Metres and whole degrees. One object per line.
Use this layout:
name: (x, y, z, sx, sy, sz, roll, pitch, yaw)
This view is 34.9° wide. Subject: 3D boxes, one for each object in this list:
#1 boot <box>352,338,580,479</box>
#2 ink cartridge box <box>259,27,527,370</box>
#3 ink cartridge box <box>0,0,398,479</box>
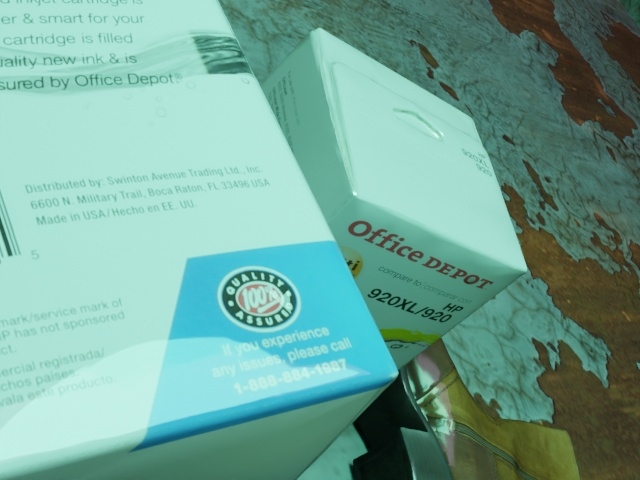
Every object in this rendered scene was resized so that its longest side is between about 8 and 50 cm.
boot: (0.146, 0.151, 0.911, 0.280, 0.096, 0.264, 21, 40, -37)
ink cartridge box: (0.000, 0.000, 0.767, 0.171, 0.233, 0.168, 22, 40, -35)
ink cartridge box: (-0.179, -0.030, 0.584, 0.285, 0.166, 0.395, -8, 60, -32)
